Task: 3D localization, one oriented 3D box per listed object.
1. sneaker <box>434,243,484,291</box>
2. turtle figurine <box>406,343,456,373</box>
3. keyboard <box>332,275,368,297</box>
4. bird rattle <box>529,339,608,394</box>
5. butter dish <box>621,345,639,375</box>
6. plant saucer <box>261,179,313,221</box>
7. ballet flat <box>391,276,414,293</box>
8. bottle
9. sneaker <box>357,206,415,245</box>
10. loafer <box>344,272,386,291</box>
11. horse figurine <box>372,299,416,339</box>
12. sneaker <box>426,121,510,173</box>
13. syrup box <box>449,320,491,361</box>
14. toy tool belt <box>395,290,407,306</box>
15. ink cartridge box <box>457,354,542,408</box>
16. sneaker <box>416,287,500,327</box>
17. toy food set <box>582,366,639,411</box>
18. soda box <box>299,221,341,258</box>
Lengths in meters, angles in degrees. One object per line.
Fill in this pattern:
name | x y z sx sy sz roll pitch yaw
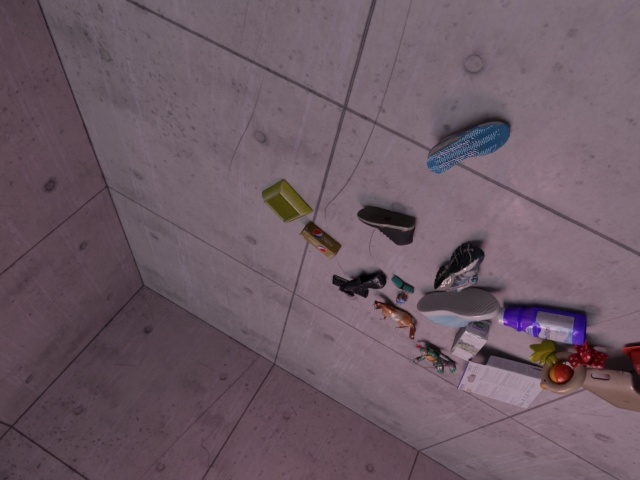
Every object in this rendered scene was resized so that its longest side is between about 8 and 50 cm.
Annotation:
sneaker | 0.530 0.107 1.555 0.122 0.110 0.283 17 149 -6
turtle figurine | 0.551 0.590 2.104 0.234 0.118 0.175 31 164 -23
keyboard | 0.141 0.242 2.084 0.192 0.038 0.100 22 145 19
bird rattle | 0.919 0.475 1.583 0.143 0.206 0.254 37 155 -25
butter dish | 1.125 0.432 1.419 0.160 0.118 0.160 42 145 -11
plant saucer | -0.155 -0.154 1.830 0.188 0.045 0.188 47 144 -18
ballet flat | 0.353 0.198 1.852 0.114 0.041 0.041 34 146 1
bottle | 0.801 0.300 1.549 0.283 0.092 0.118 6 139 35
sneaker | 0.242 -0.046 1.597 0.222 0.083 0.118 17 143 22
loafer | 0.197 0.184 1.936 0.223 0.076 0.078 -13 119 42
horse figurine | 0.358 0.371 2.038 0.263 0.066 0.174 32 152 7
sneaker | 0.404 -0.272 1.183 0.229 0.092 0.087 -20 119 28
syrup box | 0.644 0.423 1.833 0.093 0.096 0.236 22 144 14
toy tool belt | 0.365 0.264 1.909 0.052 0.051 0.083 32 146 3
ink cartridge box | 0.820 0.637 1.944 0.330 0.071 0.324 13 143 16
sneaker | 0.571 0.281 1.706 0.150 0.135 0.366 41 155 -24
toy food set | 1.121 0.542 1.548 0.306 0.092 0.220 31 162 -13
soda box | 0.000 0.000 1.877 0.181 0.061 0.058 39 146 -7
